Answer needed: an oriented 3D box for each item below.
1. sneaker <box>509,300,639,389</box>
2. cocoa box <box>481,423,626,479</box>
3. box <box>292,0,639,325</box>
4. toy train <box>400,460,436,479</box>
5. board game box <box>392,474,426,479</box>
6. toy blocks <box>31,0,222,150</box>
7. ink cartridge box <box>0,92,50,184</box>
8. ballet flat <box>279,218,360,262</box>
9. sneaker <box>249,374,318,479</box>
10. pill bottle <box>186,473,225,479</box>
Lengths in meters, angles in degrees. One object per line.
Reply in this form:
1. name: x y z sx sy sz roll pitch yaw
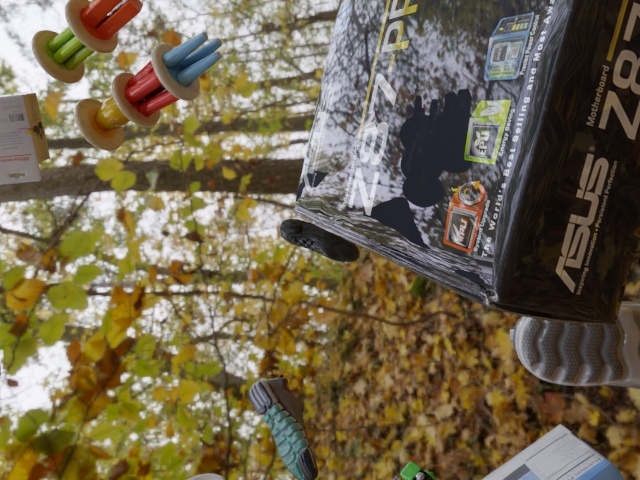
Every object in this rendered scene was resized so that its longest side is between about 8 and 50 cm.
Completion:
1. sneaker: 0.327 0.099 0.643 0.115 0.281 0.105 17 -98 -90
2. cocoa box: 0.501 0.572 1.206 0.347 0.231 0.228 54 179 -2
3. box: 0.111 -0.177 0.447 0.318 0.097 0.395 -149 71 -68
4. toy train: 0.075 0.180 0.442 0.017 0.023 0.083 -42 -51 -23
5. board game box: 0.110 0.439 1.039 0.169 0.033 0.133 -55 -30 -10
6. toy blocks: -0.161 -0.161 0.551 0.123 0.148 0.054 61 -152 -9
7. ink cartridge box: -0.647 -0.217 1.377 0.061 0.104 0.181 -82 -13 -73
8. ballet flat: 0.000 0.000 1.243 0.057 0.173 0.049 -63 -21 -13
9. sneaker: -0.050 0.372 1.311 0.098 0.083 0.224 -10 -118 -49
10. pill bottle: -0.200 0.501 1.143 0.086 0.086 0.152 -40 -55 -75
